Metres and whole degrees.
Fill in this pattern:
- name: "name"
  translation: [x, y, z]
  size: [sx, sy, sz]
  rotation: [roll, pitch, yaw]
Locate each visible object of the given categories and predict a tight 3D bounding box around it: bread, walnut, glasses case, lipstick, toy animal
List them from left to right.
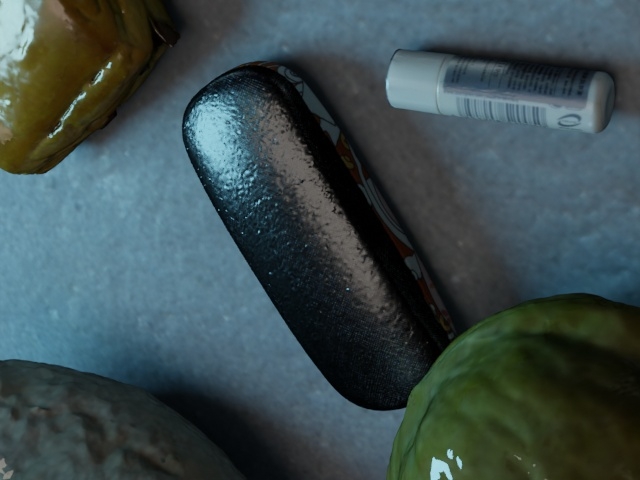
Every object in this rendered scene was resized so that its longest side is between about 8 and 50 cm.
- name: "bread"
  translation: [-0.230, -0.172, 0.942]
  size: [0.210, 0.099, 0.235]
  rotation: [-36, 94, 36]
- name: "toy animal"
  translation: [-0.173, 0.223, 1.059]
  size: [0.358, 0.188, 0.227]
  rotation: [28, 135, 12]
- name: "glasses case"
  translation: [0.000, 0.000, 0.928]
  size: [0.103, 0.067, 0.267]
  rotation: [-25, 100, 33]
- name: "lipstick"
  translation: [0.112, -0.094, 0.839]
  size: [0.141, 0.040, 0.040]
  rotation: [10, 118, 24]
- name: "walnut"
  translation: [0.176, 0.163, 0.820]
  size: [0.282, 0.227, 0.283]
  rotation: [5, 108, 17]
